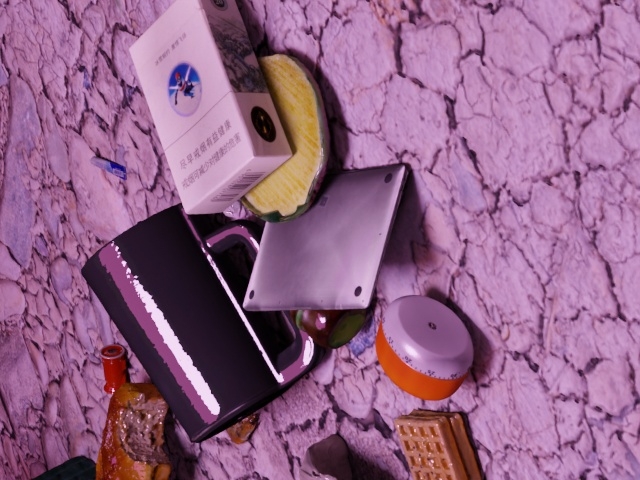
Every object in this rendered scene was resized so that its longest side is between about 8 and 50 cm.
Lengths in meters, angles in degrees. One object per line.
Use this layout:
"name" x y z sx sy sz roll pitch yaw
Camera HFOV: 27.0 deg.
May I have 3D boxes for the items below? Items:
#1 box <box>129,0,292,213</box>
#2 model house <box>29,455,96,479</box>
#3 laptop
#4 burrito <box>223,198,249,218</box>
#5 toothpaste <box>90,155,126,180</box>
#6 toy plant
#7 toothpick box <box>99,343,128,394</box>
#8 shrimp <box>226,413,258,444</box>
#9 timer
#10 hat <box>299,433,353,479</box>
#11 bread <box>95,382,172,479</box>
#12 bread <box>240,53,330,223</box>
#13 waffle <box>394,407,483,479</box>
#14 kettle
"box" -0.148 -0.184 1.753 0.164 0.069 0.256 -35 68 42
"model house" -0.564 0.637 2.506 0.395 0.445 0.400 49 141 26
"laptop" 0.000 0.000 1.684 0.269 0.015 0.187 -4 65 53
"burrito" -0.136 -0.128 1.856 0.064 0.064 0.203 -8 99 54
"toothpaste" -0.344 -0.119 2.174 0.083 0.015 0.024 22 124 39
"toy plant" -0.014 0.066 1.772 0.162 0.093 0.092 45 139 30
"toothpick box" -0.365 0.230 2.364 0.047 0.047 0.083 28 130 42
"shrimp" -0.133 0.276 2.105 0.083 0.023 0.114 62 148 13
"timer" 0.124 0.139 1.632 0.136 0.099 0.136 49 150 42
"hat" 0.034 0.408 1.871 0.214 0.149 0.244 39 126 34
"bread" -0.333 0.434 2.265 0.185 0.109 0.380 37 114 62
"bread" -0.057 -0.136 1.739 0.228 0.033 0.228 11 104 52
"waffle" 0.157 0.290 1.713 0.102 0.042 0.148 -8 103 54
"kettle" -0.159 0.105 1.942 0.308 0.262 0.203 57 179 9
